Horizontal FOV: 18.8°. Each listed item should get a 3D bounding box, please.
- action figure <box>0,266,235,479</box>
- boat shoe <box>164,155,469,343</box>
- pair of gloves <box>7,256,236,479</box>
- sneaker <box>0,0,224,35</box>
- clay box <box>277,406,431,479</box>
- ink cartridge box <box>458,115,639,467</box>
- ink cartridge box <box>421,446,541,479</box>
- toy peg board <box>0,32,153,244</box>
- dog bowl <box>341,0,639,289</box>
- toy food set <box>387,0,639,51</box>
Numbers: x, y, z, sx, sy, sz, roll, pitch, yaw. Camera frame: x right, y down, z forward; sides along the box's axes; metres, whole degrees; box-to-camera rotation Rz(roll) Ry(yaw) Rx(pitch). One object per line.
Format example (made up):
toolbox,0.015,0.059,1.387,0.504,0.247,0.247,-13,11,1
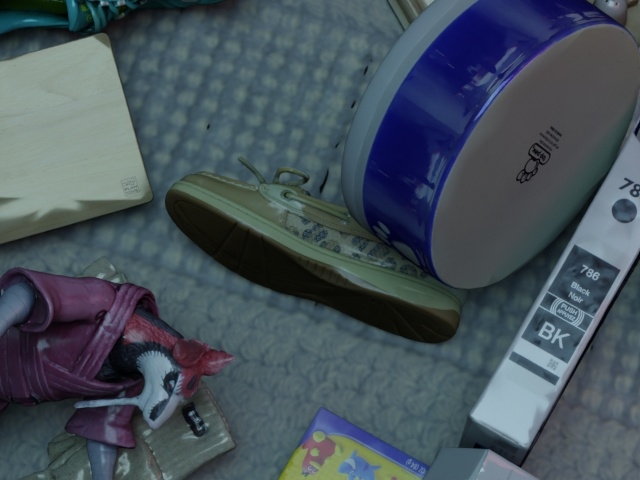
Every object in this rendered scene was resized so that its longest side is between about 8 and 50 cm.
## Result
action figure,-0.249,0.094,1.648,0.370,0.248,0.276,-2,44,11
boat shoe,0.000,0.000,1.734,0.285,0.104,0.089,25,66,-4
pair of gloves,-0.211,0.147,1.716,0.204,0.042,0.240,-37,69,-3
sneaker,-0.196,-0.232,1.790,0.275,0.107,0.110,-5,46,10
clay box,0.000,0.272,1.669,0.127,0.053,0.222,28,75,9
ink cartridge box,0.228,0.042,1.675,0.065,0.165,0.332,28,77,9
ink cartridge box,0.165,0.234,1.621,0.150,0.109,0.063,33,76,-14
toy peg board,-0.251,-0.090,1.784,0.161,0.079,0.160,-16,89,-3
dog bowl,0.146,-0.093,1.617,0.265,0.265,0.104,-45,59,-11
toy food set,0.170,-0.269,1.808,0.220,0.092,0.306,-26,74,-6
